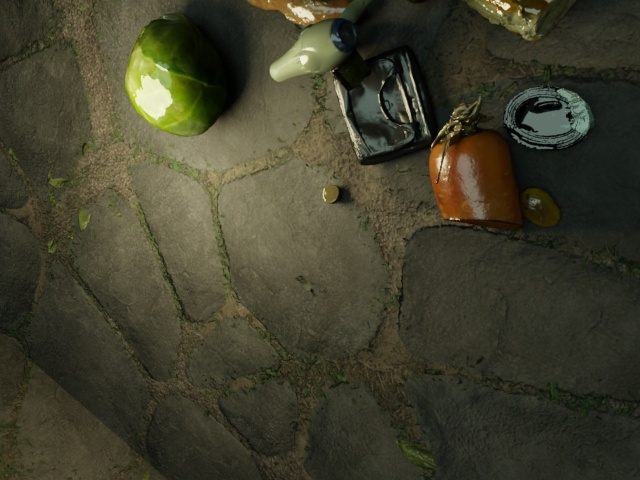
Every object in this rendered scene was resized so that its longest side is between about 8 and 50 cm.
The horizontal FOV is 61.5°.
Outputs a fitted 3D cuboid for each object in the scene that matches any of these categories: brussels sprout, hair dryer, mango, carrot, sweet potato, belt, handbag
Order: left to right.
[{"bbox_3d":[-0.426,-0.497,1.600,0.281,0.289,0.355,-27,66,40],"label":"brussels sprout"},{"bbox_3d":[-0.059,-0.646,1.472,0.385,0.109,0.109,19,110,22],"label":"sweet potato"},{"bbox_3d":[-0.004,-0.496,1.349,0.295,0.298,0.119,-20,121,37],"label":"hair dryer"},{"bbox_3d":[0.170,-0.355,1.436,0.244,0.088,0.275,-14,94,25],"label":"handbag"},{"bbox_3d":[0.362,-0.169,1.310,0.214,0.193,0.332,-11,96,-12],"label":"carrot"},{"bbox_3d":[0.540,-0.081,1.324,0.114,0.057,0.079,41,113,4],"label":"mango"},{"bbox_3d":[0.537,-0.287,1.262,0.198,0.078,0.151,17,105,26],"label":"belt"}]

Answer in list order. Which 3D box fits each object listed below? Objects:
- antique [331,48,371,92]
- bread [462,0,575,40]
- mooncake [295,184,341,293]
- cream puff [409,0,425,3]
[{"bbox_3d":[0.048,-0.482,1.404,0.081,0.080,0.221,-37,41,11],"label":"antique"},{"bbox_3d":[0.444,-0.590,1.157,0.279,0.225,0.250,45,112,23],"label":"bread"},{"bbox_3d":[-0.009,0.002,1.625,0.150,0.057,0.347,47,122,24],"label":"mooncake"},{"bbox_3d":[0.244,-0.661,1.296,0.183,0.183,0.169,46,143,11],"label":"cream puff"}]
